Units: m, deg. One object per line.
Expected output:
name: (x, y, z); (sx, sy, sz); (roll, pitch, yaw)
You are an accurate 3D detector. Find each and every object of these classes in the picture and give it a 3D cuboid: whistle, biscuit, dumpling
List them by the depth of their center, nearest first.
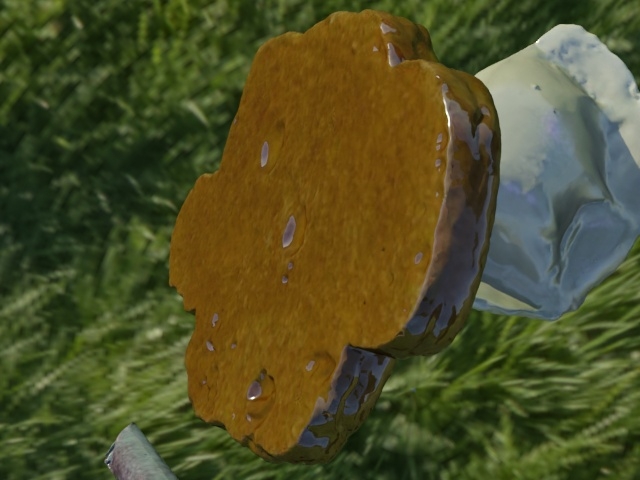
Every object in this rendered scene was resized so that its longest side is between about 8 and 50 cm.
biscuit: (0.000, 0.000, 0.861); (0.041, 0.290, 0.208); (15, 82, -25)
whistle: (-0.093, 0.169, 1.169); (0.033, 0.176, 0.033); (-13, 120, -24)
dumpling: (0.160, -0.044, 1.418); (0.179, 0.131, 0.252); (37, 69, 12)
